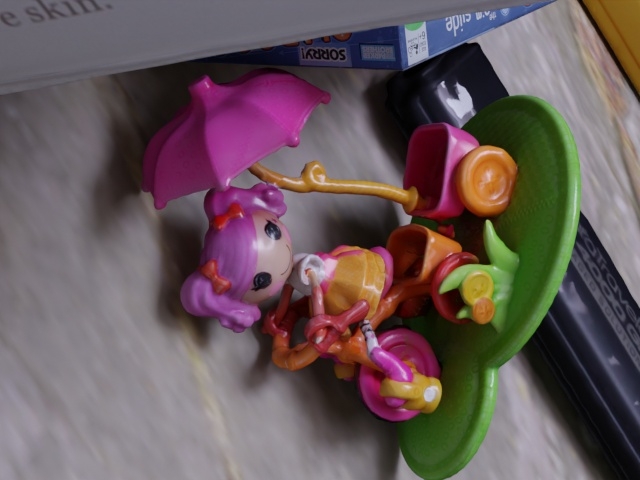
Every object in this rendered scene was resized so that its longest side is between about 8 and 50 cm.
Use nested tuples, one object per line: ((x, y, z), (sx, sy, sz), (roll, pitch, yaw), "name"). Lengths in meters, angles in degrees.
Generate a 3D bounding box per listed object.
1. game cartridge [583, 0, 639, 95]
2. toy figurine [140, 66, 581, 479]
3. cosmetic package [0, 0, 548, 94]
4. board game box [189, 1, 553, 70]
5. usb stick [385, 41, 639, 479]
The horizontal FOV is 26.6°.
((0.301, -0.161, 0.963), (0.285, 0.053, 0.324), (57, 45, -9), "game cartridge")
((0.000, 0.000, 0.559), (0.159, 0.130, 0.173), (16, 85, -25), "toy figurine")
((-0.066, -0.294, 0.349), (0.393, 0.327, 0.329), (56, 35, -49), "cosmetic package")
((0.033, -0.118, 0.603), (0.201, 0.136, 0.035), (-29, 119, -47), "board game box")
((0.124, 0.022, 0.698), (0.278, 0.045, 0.077), (57, 36, -9), "usb stick")
